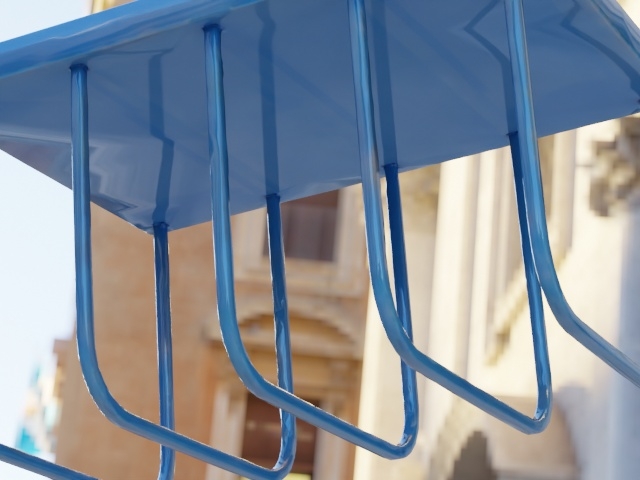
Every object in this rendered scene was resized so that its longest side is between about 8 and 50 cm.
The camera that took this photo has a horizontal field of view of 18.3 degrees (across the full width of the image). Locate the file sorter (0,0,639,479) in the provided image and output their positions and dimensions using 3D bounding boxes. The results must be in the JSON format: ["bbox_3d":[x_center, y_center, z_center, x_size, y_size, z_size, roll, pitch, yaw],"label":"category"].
[{"bbox_3d":[0.000,0.000,0.519,0.170,0.105,0.118,-14,-23,23],"label":"file sorter"}]
